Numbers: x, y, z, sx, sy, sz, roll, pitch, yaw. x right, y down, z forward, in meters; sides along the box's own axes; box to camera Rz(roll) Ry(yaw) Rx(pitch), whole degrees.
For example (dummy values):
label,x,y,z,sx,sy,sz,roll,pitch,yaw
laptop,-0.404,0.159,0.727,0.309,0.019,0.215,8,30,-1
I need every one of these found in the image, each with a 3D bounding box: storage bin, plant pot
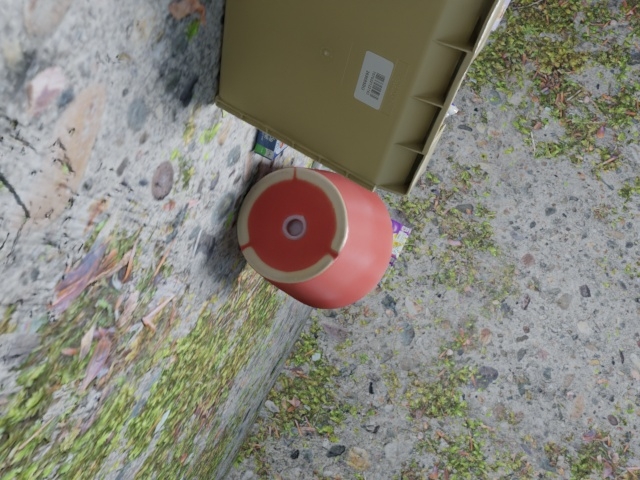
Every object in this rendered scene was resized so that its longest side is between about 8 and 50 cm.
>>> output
label,x,y,z,sx,sy,sz,roll,pitch,yaw
storage bin,0.033,-0.216,0.568,0.123,0.260,0.262,-51,167,-40
plant pot,-0.015,-0.012,1.002,0.275,0.275,0.243,-63,163,1

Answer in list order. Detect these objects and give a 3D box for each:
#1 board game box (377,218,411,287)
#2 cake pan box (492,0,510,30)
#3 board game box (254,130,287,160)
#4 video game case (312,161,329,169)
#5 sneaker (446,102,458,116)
label,x,y,z,sx,sy,sz,roll,pitch,yaw
board game box,0.099,-0.010,1.598,0.142,0.275,0.144,-55,169,-44
cake pan box,0.330,-0.628,1.183,0.070,0.246,0.267,-10,130,-50
board game box,-0.037,-0.237,0.842,0.136,0.035,0.201,-54,168,-51
video game case,0.052,-0.274,1.354,0.212,0.023,0.193,-64,172,12
sneaker,0.354,-0.507,1.763,0.130,0.236,0.323,-57,170,-38
